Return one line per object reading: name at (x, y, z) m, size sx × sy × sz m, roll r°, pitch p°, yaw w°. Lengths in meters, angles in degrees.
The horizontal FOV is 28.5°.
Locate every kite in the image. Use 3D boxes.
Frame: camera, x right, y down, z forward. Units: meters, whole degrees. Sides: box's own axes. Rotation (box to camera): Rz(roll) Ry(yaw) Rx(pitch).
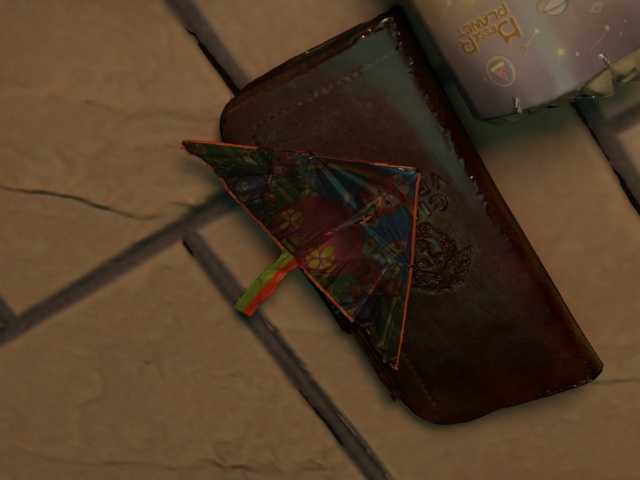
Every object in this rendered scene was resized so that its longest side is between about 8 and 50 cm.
kite at (0.000, 0.000, 0.729) m, size 0.159 × 0.010 × 0.190 m, roll -34°, pitch 105°, yaw 31°

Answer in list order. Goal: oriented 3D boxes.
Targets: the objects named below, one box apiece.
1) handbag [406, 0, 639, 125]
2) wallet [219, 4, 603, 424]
handbag at (0.100, -0.137, 0.629) m, size 0.117 × 0.095 × 0.173 m, roll -25°, pitch 108°, yaw 23°
wallet at (0.051, 0.002, 0.740) m, size 0.137 × 0.031 × 0.255 m, roll -25°, pitch 109°, yaw 23°
